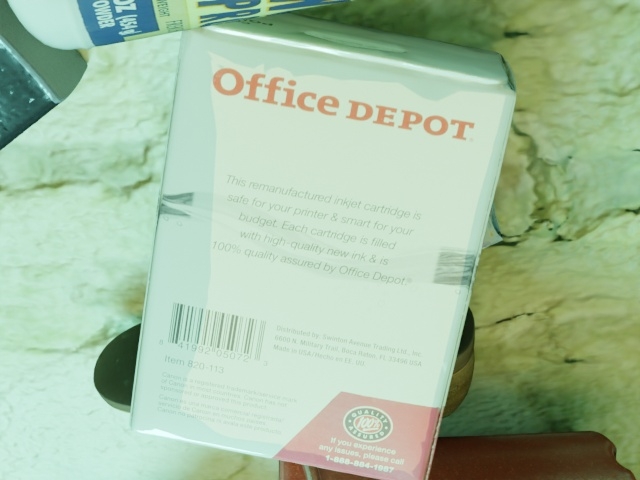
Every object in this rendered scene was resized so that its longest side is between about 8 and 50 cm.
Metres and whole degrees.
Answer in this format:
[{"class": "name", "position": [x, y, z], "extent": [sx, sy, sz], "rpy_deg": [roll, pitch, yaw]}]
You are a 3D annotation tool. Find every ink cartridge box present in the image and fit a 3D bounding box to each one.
[{"class": "ink cartridge box", "position": [0.000, 0.000, 0.821], "extent": [0.207, 0.117, 0.283], "rpy_deg": [11, 111, 1]}]

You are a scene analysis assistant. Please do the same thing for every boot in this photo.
[{"class": "boot", "position": [-0.027, 0.117, 0.997], "extent": [0.305, 0.112, 0.115], "rpy_deg": [-4, 140, 4]}]

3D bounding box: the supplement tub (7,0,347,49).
[{"class": "supplement tub", "position": [-0.008, -0.227, 0.598], "extent": [0.316, 0.228, 0.228], "rpy_deg": [-11, 130, -5]}]

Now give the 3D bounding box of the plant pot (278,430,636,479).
[{"class": "plant pot", "position": [0.118, 0.273, 1.014], "extent": [0.265, 0.272, 0.272], "rpy_deg": [-6, 131, -9]}]

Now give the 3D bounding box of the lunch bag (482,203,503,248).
[{"class": "lunch bag", "position": [0.087, -0.024, 0.899], "extent": [0.071, 0.053, 0.083], "rpy_deg": [-20, 116, 17]}]

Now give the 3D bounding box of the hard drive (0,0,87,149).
[{"class": "hard drive", "position": [-0.293, -0.138, 0.795], "extent": [0.172, 0.054, 0.255], "rpy_deg": [-34, 129, 16]}]
